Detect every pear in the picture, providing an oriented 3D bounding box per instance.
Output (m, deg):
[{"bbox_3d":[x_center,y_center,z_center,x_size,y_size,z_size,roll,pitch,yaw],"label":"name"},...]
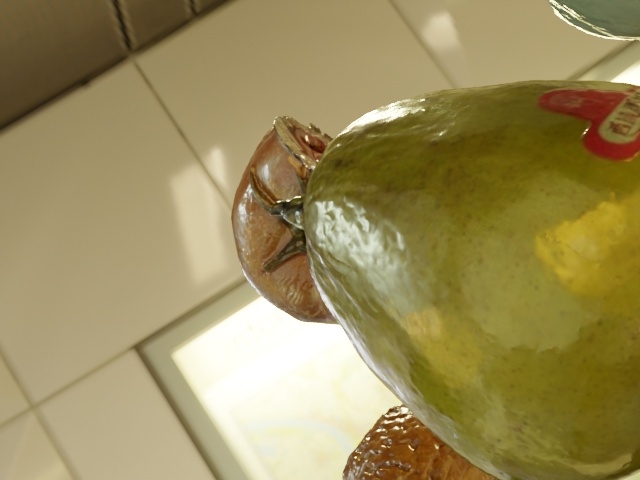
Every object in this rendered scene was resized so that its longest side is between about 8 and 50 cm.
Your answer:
[{"bbox_3d":[0.138,0.015,0.964,0.287,0.375,0.287,14,-90,-73],"label":"pear"}]

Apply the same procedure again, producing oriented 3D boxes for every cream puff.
[{"bbox_3d":[0.138,0.322,1.553,0.212,0.303,0.303,-14,3,44],"label":"cream puff"}]

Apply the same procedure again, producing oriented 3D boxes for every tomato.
[{"bbox_3d":[0.000,0.000,1.353,0.155,0.214,0.181,-52,-8,21],"label":"tomato"}]

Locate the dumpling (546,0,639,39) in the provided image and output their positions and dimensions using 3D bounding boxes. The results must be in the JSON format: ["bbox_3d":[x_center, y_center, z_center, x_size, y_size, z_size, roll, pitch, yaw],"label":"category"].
[{"bbox_3d":[0.169,-0.186,0.825,0.104,0.149,0.217,-56,17,2],"label":"dumpling"}]
